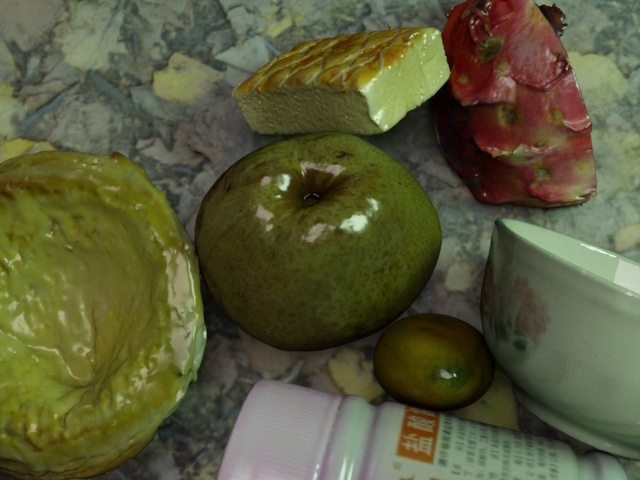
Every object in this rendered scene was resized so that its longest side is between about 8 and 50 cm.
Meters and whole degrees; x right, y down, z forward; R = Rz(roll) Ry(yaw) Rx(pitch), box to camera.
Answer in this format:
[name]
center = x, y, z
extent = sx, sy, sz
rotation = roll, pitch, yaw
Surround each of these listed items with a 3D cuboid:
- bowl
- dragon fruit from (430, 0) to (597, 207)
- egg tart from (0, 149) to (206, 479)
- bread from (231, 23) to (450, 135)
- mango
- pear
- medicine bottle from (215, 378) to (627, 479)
[bowl]
center = 0.255, 0.094, 0.799
extent = 0.277, 0.277, 0.145
rotation = 21, 102, 10
[dragon fruit]
center = 0.174, -0.156, 0.921
extent = 0.126, 0.161, 0.274
rotation = -19, 74, -5
[egg tart]
center = -0.236, 0.068, 0.875
extent = 0.314, 0.120, 0.315
rotation = -1, 85, 14
[bread]
center = 0.017, -0.157, 0.920
extent = 0.188, 0.068, 0.125
rotation = 7, 37, 44
[mango]
center = 0.100, 0.111, 0.839
extent = 0.111, 0.163, 0.090
rotation = 1, 85, 22
[pear]
center = 0.000, 0.000, 0.853
extent = 0.228, 0.211, 0.188
rotation = -17, 70, -3
[medicine bottle]
center = 0.076, 0.242, 0.775
extent = 0.315, 0.202, 0.202
rotation = 12, 73, 6
